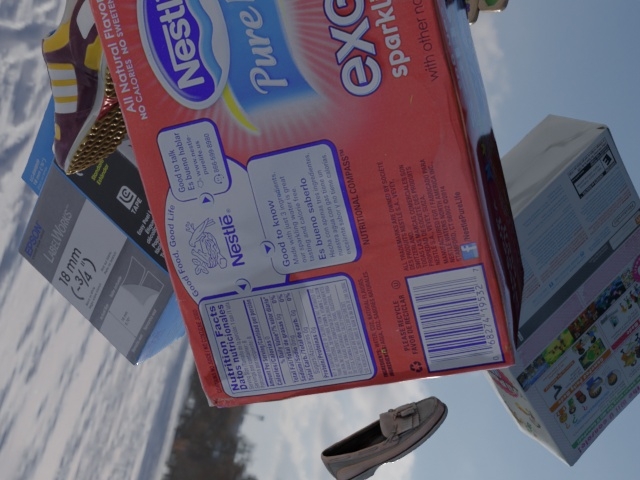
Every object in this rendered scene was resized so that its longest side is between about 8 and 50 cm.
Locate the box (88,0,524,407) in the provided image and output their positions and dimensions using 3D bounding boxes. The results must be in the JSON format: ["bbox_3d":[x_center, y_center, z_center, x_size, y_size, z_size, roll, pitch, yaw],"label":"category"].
[{"bbox_3d":[-0.005,-0.089,0.428,0.142,0.154,0.300,-46,122,-70],"label":"box"}]

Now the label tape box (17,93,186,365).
[{"bbox_3d":[-0.273,-0.045,1.093,0.106,0.333,0.241,-30,158,-54],"label":"label tape box"}]

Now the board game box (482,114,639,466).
[{"bbox_3d":[0.255,0.056,0.930,0.224,0.303,0.097,-41,-151,-11],"label":"board game box"}]

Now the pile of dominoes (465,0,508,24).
[{"bbox_3d":[0.135,-0.306,0.876,0.251,0.040,0.196,-20,-117,31],"label":"pile of dominoes"}]

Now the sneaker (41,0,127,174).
[{"bbox_3d":[-0.206,-0.140,0.765,0.069,0.084,0.185,-35,166,-48],"label":"sneaker"}]

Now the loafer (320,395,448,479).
[{"bbox_3d":[0.056,0.177,0.790,0.125,0.039,0.045,-38,-164,13],"label":"loafer"}]
